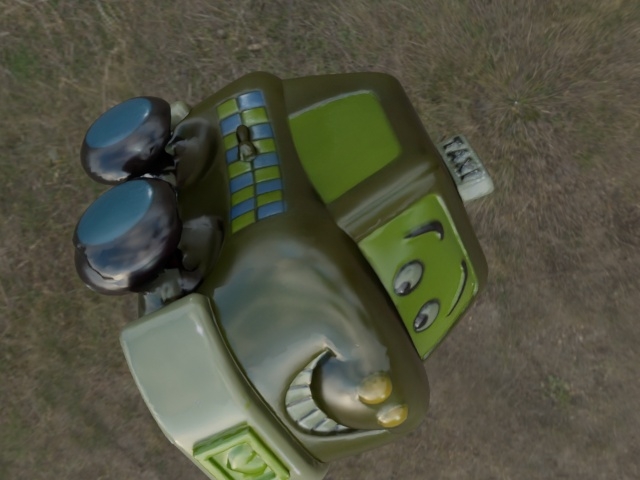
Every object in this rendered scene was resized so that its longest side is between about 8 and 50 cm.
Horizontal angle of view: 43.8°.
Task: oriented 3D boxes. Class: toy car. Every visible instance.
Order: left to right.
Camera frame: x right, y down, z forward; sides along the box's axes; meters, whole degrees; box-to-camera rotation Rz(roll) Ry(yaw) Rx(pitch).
[{"bbox_3d":[0.000,0.000,0.447,0.198,0.247,0.204,-24,130,8],"label":"toy car"}]
